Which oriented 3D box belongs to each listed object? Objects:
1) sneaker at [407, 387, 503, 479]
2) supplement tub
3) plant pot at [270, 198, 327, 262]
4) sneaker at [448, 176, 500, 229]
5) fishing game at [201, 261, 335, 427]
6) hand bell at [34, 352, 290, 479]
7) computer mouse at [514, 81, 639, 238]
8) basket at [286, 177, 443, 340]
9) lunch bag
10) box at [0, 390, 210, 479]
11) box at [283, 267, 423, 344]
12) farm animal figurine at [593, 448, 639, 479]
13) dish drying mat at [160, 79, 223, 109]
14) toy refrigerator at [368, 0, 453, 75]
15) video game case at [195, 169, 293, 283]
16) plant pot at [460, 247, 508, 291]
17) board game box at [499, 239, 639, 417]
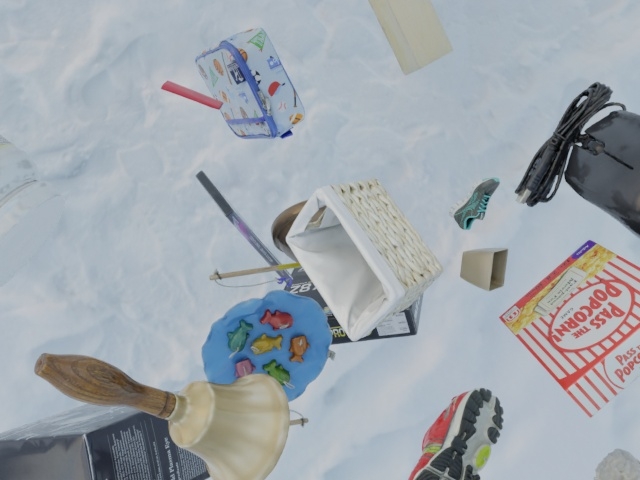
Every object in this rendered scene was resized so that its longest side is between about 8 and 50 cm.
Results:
[{"bbox_3d":[0.201,0.364,1.101,0.107,0.118,0.279,44,62,-5],"label":"sneaker"},{"bbox_3d":[-0.576,-0.088,1.004,0.324,0.235,0.235,38,107,-4],"label":"supplement tub"},{"bbox_3d":[0.000,0.000,1.701,0.237,0.110,0.237,-11,152,-6],"label":"plant pot"},{"bbox_3d":[0.391,-0.088,1.673,0.065,0.076,0.166,1,144,-35],"label":"sneaker"},{"bbox_3d":[-0.067,0.156,0.925,0.189,0.041,0.264,-3,111,-20],"label":"fishing game"},{"bbox_3d":[-0.155,0.152,0.644,0.126,0.126,0.242,-45,131,14],"label":"hand bell"},{"bbox_3d":[0.355,-0.083,0.810,0.072,0.272,0.189,22,105,-36],"label":"computer mouse"},{"bbox_3d":[0.054,0.018,0.838,0.103,0.167,0.113,-18,156,-38],"label":"basket"},{"bbox_3d":[-0.157,-0.333,1.504,0.115,0.303,0.243,-32,111,-17],"label":"lunch bag"},{"bbox_3d":[-0.433,0.425,1.324,0.343,0.312,0.179,-14,87,30],"label":"box"},{"bbox_3d":[0.081,0.156,1.847,0.394,0.318,0.097,-10,115,20],"label":"box"},{"bbox_3d":[0.390,0.487,0.895,0.172,0.330,0.327,9,103,3],"label":"farm animal figurine"},{"bbox_3d":[-0.177,-0.200,0.938,0.083,0.032,0.008,21,115,-6],"label":"dish drying mat"},{"bbox_3d":[0.192,-0.533,1.577,0.102,0.094,0.270,-32,101,-15],"label":"toy refrigerator"},{"bbox_3d":[-0.176,-0.029,1.586,0.026,0.196,0.274,-39,134,-3],"label":"video game case"},{"bbox_3d":[0.442,0.070,1.849,0.109,0.096,0.109,-8,106,-54],"label":"plant pot"},{"bbox_3d":[0.294,0.086,0.739,0.147,0.193,0.045,-43,105,6],"label":"board game box"}]
